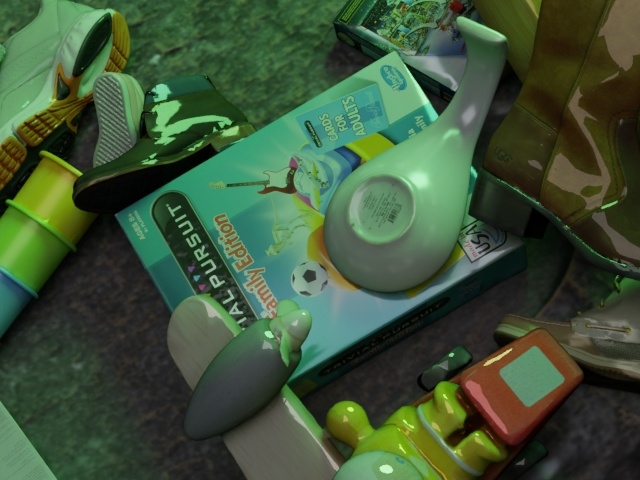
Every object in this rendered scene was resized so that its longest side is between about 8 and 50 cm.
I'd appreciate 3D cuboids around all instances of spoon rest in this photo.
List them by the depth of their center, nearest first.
[{"bbox_3d":[0.103,-0.077,1.663,0.137,0.084,0.276,29,90,24],"label":"spoon rest"}]

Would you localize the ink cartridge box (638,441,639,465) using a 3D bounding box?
[{"bbox_3d":[0.368,0.263,1.575,0.127,0.072,0.175,-7,70,7],"label":"ink cartridge box"}]

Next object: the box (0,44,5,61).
[{"bbox_3d":[-0.528,-0.128,1.771,0.279,0.177,0.290,10,72,28],"label":"box"}]

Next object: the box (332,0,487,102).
[{"bbox_3d":[0.144,-0.277,1.825,0.159,0.044,0.233,32,78,18],"label":"box"}]

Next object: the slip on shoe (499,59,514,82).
[{"bbox_3d":[0.218,-0.207,1.785,0.041,0.051,0.135,34,71,27],"label":"slip on shoe"}]

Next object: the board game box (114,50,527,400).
[{"bbox_3d":[0.000,0.000,1.727,0.336,0.079,0.253,-31,68,-3],"label":"board game box"}]

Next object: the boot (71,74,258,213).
[{"bbox_3d":[-0.176,-0.101,1.769,0.219,0.082,0.106,-19,63,-30],"label":"boot"}]

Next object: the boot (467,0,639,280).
[{"bbox_3d":[0.298,-0.112,1.591,0.264,0.096,0.280,24,99,26],"label":"boot"}]

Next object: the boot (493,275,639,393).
[{"bbox_3d":[0.286,0.057,1.663,0.213,0.077,0.165,13,73,8],"label":"boot"}]

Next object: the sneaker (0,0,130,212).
[{"bbox_3d":[-0.318,-0.148,1.835,0.121,0.099,0.262,25,73,32],"label":"sneaker"}]

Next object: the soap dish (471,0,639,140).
[{"bbox_3d":[0.285,-0.248,1.714,0.229,0.118,0.290,-30,84,-9],"label":"soap dish"}]

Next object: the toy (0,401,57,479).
[{"bbox_3d":[-0.307,0.282,1.684,0.137,0.056,0.237,-41,64,-3],"label":"toy"}]

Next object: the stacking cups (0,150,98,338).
[{"bbox_3d":[-0.337,0.062,1.753,0.096,0.096,0.316,30,79,18],"label":"stacking cups"}]

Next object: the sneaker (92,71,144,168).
[{"bbox_3d":[-0.211,-0.115,1.823,0.051,0.070,0.134,-1,100,13],"label":"sneaker"}]

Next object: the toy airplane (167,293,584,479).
[{"bbox_3d":[0.030,0.246,1.524,0.386,0.272,0.384,7,81,4],"label":"toy airplane"}]
